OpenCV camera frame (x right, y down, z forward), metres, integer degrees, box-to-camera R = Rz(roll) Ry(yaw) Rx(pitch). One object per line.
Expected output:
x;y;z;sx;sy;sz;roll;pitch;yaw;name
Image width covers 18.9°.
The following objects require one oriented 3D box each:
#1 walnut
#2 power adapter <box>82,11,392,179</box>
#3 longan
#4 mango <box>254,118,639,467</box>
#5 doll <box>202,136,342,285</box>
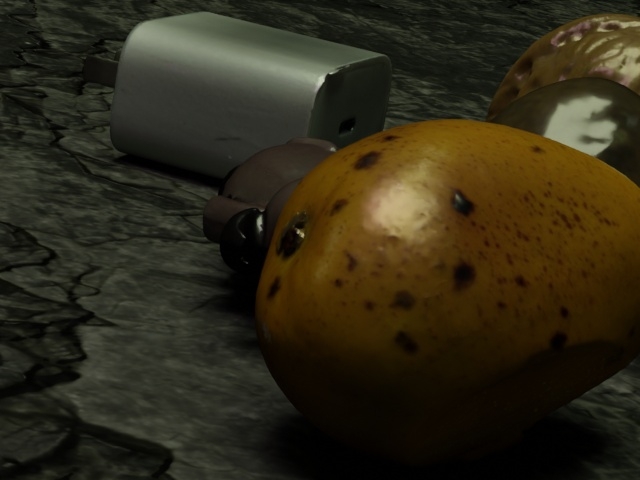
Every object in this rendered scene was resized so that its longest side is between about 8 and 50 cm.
0.238;-0.085;1.592;0.213;0.213;0.213;9;16;-3;walnut
-0.087;-0.128;1.706;0.255;0.124;0.187;15;15;20;power adapter
0.188;-0.031;1.430;0.167;0.187;0.167;23;-11;5;longan
0.089;0.019;1.140;0.290;0.160;0.191;-12;62;-32;mango
0.000;-0.002;1.330;0.182;0.117;0.257;3;17;-18;doll
